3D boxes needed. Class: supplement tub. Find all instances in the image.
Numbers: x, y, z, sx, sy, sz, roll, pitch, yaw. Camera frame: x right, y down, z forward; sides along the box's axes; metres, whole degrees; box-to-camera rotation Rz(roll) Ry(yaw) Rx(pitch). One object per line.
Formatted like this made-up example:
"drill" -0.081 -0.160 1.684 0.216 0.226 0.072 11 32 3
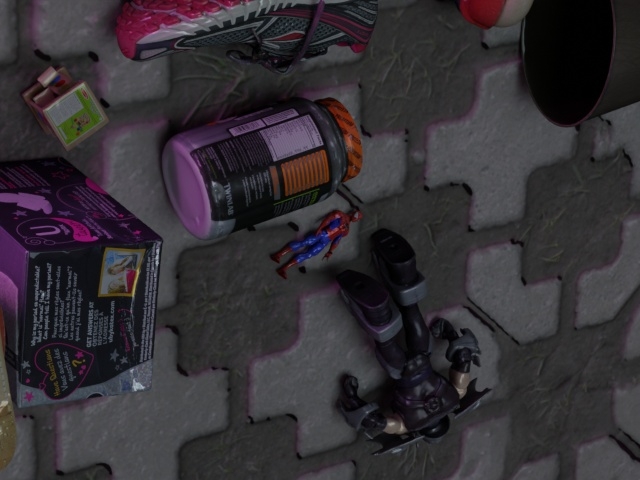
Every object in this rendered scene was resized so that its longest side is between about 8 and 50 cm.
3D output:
"supplement tub" -0.059 -0.080 1.956 0.190 0.117 0.117 -20 120 -25

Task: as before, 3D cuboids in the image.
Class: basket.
"basket" 0.366 -0.241 2.143 0.227 0.154 0.204 -9 116 -33

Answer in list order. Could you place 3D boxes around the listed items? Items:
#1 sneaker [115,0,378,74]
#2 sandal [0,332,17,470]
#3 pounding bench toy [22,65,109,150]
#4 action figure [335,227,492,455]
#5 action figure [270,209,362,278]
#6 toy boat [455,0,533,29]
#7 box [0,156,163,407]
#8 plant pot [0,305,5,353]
"sneaker" -0.063 -0.219 1.892 0.299 0.121 0.112 -14 119 -28
"sandal" -0.294 0.107 1.576 0.088 0.079 0.240 -24 122 -23
"pounding bench toy" -0.258 -0.143 1.833 0.052 0.065 0.083 -37 126 -13
"action figure" 0.101 0.134 2.172 0.185 0.099 0.285 -36 129 -24
"action figure" 0.000 0.000 2.087 0.115 0.030 0.038 -36 120 -17
"toy boat" 0.168 -0.348 1.992 0.151 0.151 0.231 13 104 -6
"box" -0.269 0.036 1.789 0.142 0.247 0.163 -5 113 -29
"plant pot" -0.458 0.060 1.668 0.272 0.265 0.272 -14 117 -28
